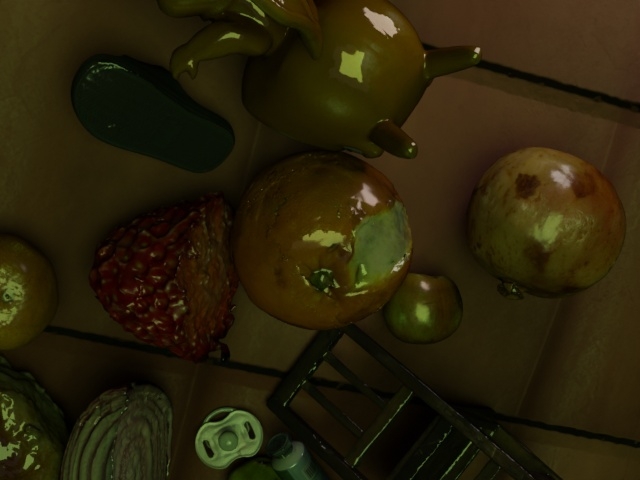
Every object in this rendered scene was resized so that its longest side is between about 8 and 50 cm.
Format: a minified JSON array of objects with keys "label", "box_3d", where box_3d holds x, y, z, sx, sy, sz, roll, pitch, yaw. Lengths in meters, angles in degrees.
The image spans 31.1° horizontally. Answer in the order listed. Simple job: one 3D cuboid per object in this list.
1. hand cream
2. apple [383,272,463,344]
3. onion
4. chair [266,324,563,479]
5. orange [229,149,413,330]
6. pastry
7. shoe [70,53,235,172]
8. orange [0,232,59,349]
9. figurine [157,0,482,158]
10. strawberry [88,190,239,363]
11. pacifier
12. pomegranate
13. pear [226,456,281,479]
[{"label":"hand cream","box_3d":[0.006,0.372,1.652,0.055,0.088,0.256,-24,120,22]},{"label":"apple","box_3d":[0.146,0.093,1.619,0.114,0.099,0.102,-2,102,-8]},{"label":"onion","box_3d":[-0.278,0.312,1.534,0.111,0.247,0.250,3,79,9]},{"label":"chair","box_3d":[0.158,0.313,1.649,0.203,0.416,0.240,-52,152,5]},{"label":"orange","box_3d":[0.000,0.000,1.497,0.240,0.240,0.240,-3,105,-11]},{"label":"pastry","box_3d":[-0.479,0.299,1.522,0.330,0.136,0.329,-3,104,-12]},{"label":"shoe","box_3d":[-0.222,-0.171,1.485,0.241,0.093,0.108,26,116,-38]},{"label":"orange","box_3d":[-0.417,0.067,1.484,0.155,0.134,0.154,1,88,-29]},{"label":"figurine","box_3d":[-0.033,-0.258,1.367,0.387,0.401,0.268,38,114,-13]},{"label":"strawberry","box_3d":[-0.205,0.044,1.513,0.178,0.234,0.233,7,105,17]},{"label":"pacifier","box_3d":[-0.132,0.277,1.622,0.099,0.078,0.081,-24,87,-4]},{"label":"pomegranate","box_3d":[0.301,-0.016,1.562,0.215,0.215,0.215,-3,105,-11]},{"label":"pear","box_3d":[-0.089,0.363,1.648,0.092,0.092,0.097,-2,105,-11]}]
